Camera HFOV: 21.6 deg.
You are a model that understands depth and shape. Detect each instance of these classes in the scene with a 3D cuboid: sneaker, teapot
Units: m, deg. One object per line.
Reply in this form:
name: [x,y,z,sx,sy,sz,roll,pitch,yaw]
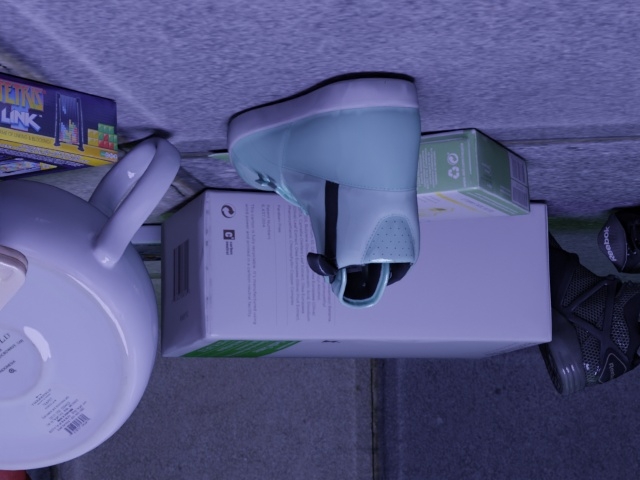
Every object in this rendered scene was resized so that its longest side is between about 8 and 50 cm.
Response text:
sneaker: [0.344,0.000,1.750,0.106,0.078,0.234,-4,175,5]
sneaker: [0.282,0.058,1.777,0.130,0.227,0.087,-13,134,-4]
sneaker: [-0.005,-0.023,1.224,0.094,0.151,0.256,0,174,-21]
teapot: [-0.239,0.042,1.342,0.256,0.252,0.187,2,-149,1]

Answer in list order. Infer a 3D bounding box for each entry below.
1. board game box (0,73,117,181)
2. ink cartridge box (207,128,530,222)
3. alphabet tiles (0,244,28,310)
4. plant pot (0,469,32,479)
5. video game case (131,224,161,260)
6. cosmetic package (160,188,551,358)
board game box: [-0.248,-0.079,1.163,0.141,0.048,0.170,-8,170,33]
ink cartridge box: [0.045,-0.048,1.432,0.235,0.056,0.171,-6,172,21]
alphabet tiles: [-0.353,0.011,1.145,0.284,0.021,0.278,21,136,-29]
plant pot: [-0.395,0.102,1.569,0.272,0.265,0.272,5,-173,-1]
video game case: [-0.133,0.002,1.935,0.201,0.023,0.183,-2,173,0]
cosmetic package: [0.033,0.039,1.729,0.366,0.155,0.197,3,169,-17]
